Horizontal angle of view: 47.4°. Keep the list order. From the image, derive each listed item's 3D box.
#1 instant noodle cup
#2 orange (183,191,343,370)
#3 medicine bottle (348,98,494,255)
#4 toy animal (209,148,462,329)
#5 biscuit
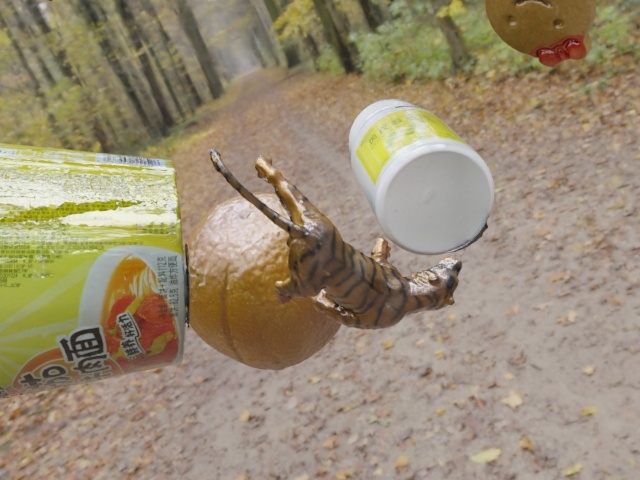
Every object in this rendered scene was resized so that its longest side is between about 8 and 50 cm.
[{"bbox_3d":[-0.238,0.025,0.697,0.200,0.264,0.264,-3,9,-17],"label":"instant noodle cup"},{"bbox_3d":[-0.098,0.083,1.364,0.322,0.357,0.322,-7,48,8],"label":"orange"},{"bbox_3d":[0.116,-0.093,0.936,0.144,0.143,0.258,-24,24,3],"label":"medicine bottle"},{"bbox_3d":[-0.003,0.008,0.657,0.114,0.255,0.116,-62,27,-8],"label":"toy animal"},{"bbox_3d":[0.238,-0.296,0.807,0.166,0.225,0.036,20,52,33],"label":"biscuit"}]
